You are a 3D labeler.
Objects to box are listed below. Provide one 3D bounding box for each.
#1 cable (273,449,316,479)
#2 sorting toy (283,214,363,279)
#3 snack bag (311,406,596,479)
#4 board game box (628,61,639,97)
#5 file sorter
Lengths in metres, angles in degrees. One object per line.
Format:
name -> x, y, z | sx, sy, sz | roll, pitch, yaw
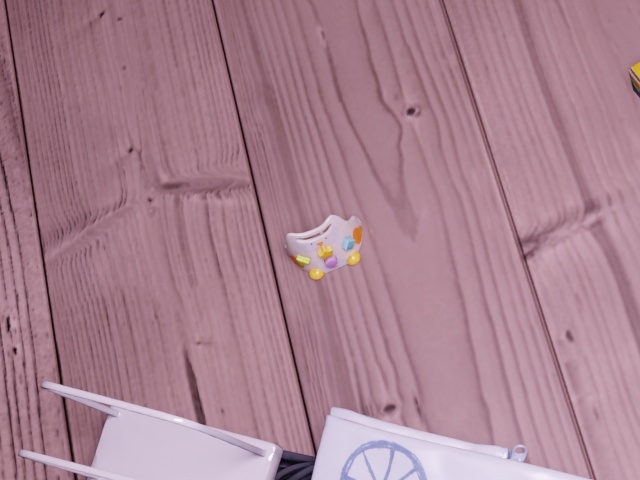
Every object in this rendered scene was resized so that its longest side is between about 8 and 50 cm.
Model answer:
cable -> -0.009, 0.277, 1.394 | 0.184, 0.047, 0.151 | 11, 71, 22
sorting toy -> 0.000, 0.000, 1.500 | 0.083, 0.075, 0.045 | -23, 61, 8
snack bag -> 0.127, 0.334, 1.297 | 0.342, 0.037, 0.323 | 10, 82, 20
board game box -> 0.406, -0.136, 1.445 | 0.141, 0.048, 0.170 | -33, 61, 4
file sorter -> -0.190, 0.283, 1.353 | 0.192, 0.173, 0.278 | 11, 76, 28
